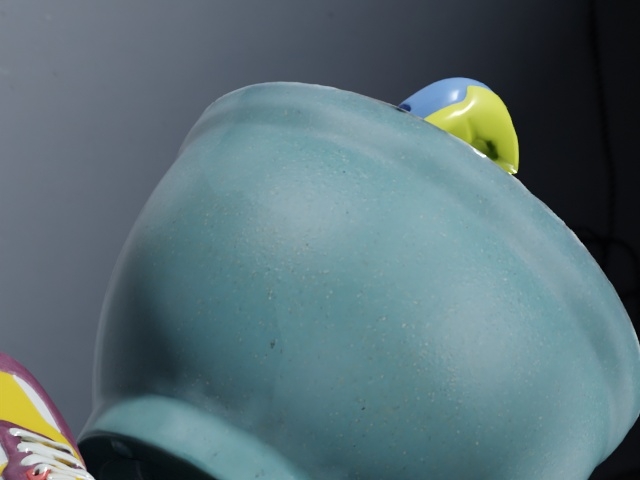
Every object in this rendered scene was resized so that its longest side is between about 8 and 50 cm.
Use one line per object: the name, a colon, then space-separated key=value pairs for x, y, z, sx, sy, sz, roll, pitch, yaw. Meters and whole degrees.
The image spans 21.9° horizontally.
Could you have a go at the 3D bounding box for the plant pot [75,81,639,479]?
plant pot: x=-0.006 y=0.091 z=0.873 sx=0.196 sy=0.293 sz=0.293 roll=-52 pitch=132 yaw=-29

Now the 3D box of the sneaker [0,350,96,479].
sneaker: x=-0.088 y=0.099 z=0.568 sx=0.069 sy=0.185 sz=0.084 roll=14 pitch=131 yaw=-41

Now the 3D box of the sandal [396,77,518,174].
sandal: x=0.000 y=0.000 z=1.111 sx=0.126 sy=0.138 sz=0.317 roll=27 pitch=119 yaw=-37
